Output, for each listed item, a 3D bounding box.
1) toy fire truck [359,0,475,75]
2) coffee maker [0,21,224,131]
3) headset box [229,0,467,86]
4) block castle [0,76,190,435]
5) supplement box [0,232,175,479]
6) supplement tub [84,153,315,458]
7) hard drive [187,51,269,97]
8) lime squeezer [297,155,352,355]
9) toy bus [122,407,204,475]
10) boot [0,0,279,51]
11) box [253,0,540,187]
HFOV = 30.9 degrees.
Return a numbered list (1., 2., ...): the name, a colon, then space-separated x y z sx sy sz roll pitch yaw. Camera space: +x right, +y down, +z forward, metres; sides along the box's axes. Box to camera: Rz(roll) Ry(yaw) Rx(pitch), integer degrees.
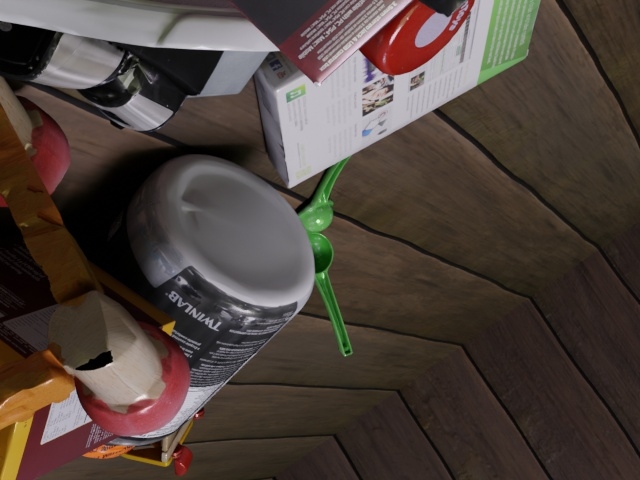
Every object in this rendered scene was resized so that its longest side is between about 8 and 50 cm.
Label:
1. toy fire truck: 0.058 -0.278 0.803 0.254 0.169 0.302 -47 160 8
2. coffee maker: -0.141 -0.169 0.811 0.171 0.120 0.178 -38 161 14
3. headset box: -0.004 -0.242 0.590 0.218 0.293 0.110 -39 -157 20
4. block castle: -0.356 0.090 0.835 0.453 0.303 0.213 -29 162 -7
5. supplement box: -0.279 0.102 1.069 0.194 0.191 0.129 -19 136 -56
6. supplement tub: -0.175 0.083 1.249 0.207 0.207 0.338 -9 151 -50
7. hard drive: -0.106 -0.163 1.030 0.135 0.022 0.094 -12 153 -45
8. lime squeezer: 0.000 0.000 1.502 0.059 0.110 0.310 -10 124 -15
9. toy bus: -0.232 0.232 1.688 0.104 0.191 0.202 10 162 10
10. boot: -0.134 -0.182 0.660 0.258 0.095 0.123 6 103 -17
11. box: 0.085 -0.193 1.210 0.322 0.058 0.232 -28 161 -9
